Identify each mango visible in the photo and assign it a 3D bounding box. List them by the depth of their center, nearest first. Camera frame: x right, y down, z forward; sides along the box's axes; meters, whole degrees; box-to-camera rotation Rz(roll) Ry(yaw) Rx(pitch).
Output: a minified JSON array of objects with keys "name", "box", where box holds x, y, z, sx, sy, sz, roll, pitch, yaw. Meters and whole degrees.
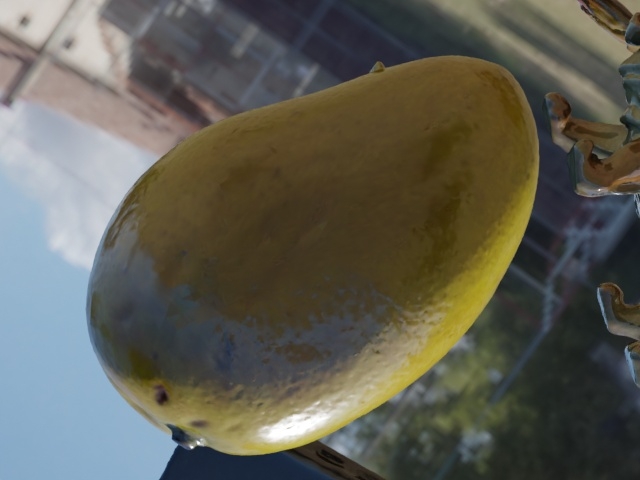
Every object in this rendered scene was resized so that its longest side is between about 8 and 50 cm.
[{"name":"mango","box":[0.000,0.000,1.442,0.301,0.445,0.220,49,175,21]}]

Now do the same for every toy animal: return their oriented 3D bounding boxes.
[{"name":"toy animal","box":[0.255,-0.033,1.146,0.097,0.157,0.312,57,-162,-80]}]

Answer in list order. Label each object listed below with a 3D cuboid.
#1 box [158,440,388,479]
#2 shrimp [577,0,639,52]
[{"name":"box","box":[-0.050,0.323,1.771,0.289,0.290,0.073,28,-144,2]},{"name":"shrimp","box":[0.278,-0.234,1.446,0.236,0.133,0.053,24,-139,16]}]
